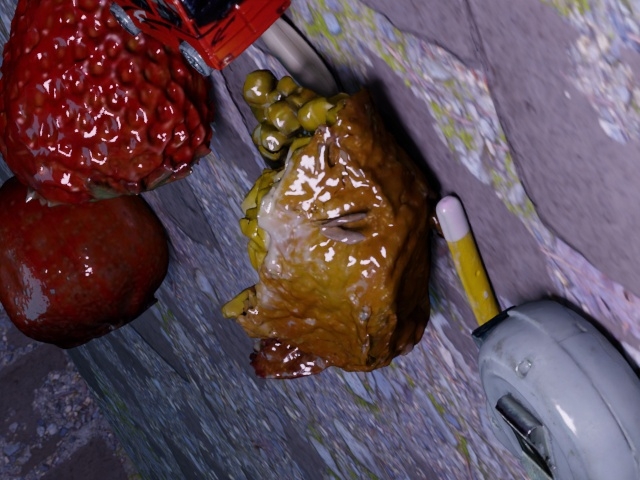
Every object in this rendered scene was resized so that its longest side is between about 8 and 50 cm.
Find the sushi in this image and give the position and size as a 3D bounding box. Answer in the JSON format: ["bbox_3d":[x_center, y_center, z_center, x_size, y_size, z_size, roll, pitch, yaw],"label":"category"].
[{"bbox_3d":[0.001,-0.003,1.427,0.179,0.167,0.296,22,163,13],"label":"sushi"}]

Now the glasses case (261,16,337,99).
[{"bbox_3d":[-0.017,-0.133,1.435,0.083,0.021,0.032,49,166,17],"label":"glasses case"}]

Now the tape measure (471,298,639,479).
[{"bbox_3d":[0.206,0.154,1.248,0.330,0.084,0.164,41,165,49],"label":"tape measure"}]

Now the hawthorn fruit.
[{"bbox_3d":[-0.295,-0.001,2.304,0.250,0.215,0.215,60,168,13],"label":"hawthorn fruit"}]

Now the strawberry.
[{"bbox_3d":[-0.192,-0.157,1.707,0.205,0.205,0.244,-160,59,-67],"label":"strawberry"}]

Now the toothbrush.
[{"bbox_3d":[0.129,0.075,1.442,0.024,0.021,0.288,25,149,45],"label":"toothbrush"}]

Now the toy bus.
[{"bbox_3d":[-0.106,-0.191,1.442,0.089,0.081,0.195,51,170,-34],"label":"toy bus"}]
